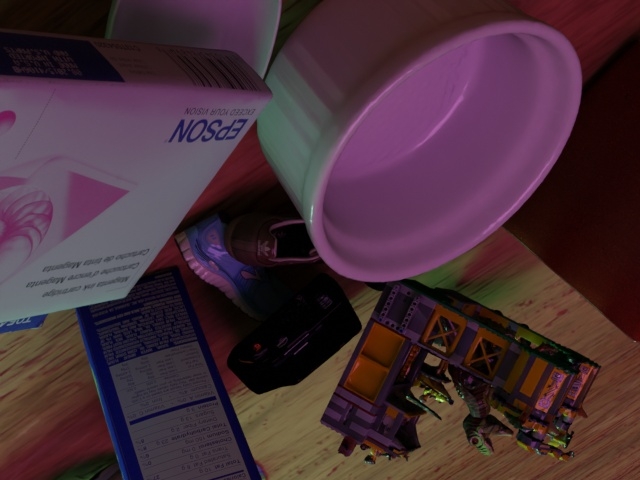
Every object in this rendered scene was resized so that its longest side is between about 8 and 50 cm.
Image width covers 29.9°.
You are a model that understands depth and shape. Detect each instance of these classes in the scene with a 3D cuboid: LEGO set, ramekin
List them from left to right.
[{"bbox_3d":[0.079,-0.109,1.050,0.277,0.135,0.277,-24,144,-19],"label":"ramekin"},{"bbox_3d":[0.147,0.171,1.253,0.192,0.254,0.331,-64,169,5],"label":"LEGO set"}]

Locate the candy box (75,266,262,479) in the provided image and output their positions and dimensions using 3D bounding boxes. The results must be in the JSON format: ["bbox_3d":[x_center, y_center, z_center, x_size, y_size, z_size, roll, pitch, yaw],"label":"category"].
[{"bbox_3d":[-0.130,0.232,1.178,0.122,0.317,0.268,-17,138,-11],"label":"candy box"}]

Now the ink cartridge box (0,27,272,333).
[{"bbox_3d":[-0.224,-0.007,0.894,0.330,0.071,0.324,-53,160,23],"label":"ink cartridge box"}]

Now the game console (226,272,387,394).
[{"bbox_3d":[0.061,0.031,1.234,0.361,0.044,0.213,-40,167,-3],"label":"game console"}]

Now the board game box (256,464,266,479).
[{"bbox_3d":[-0.142,0.336,1.490,0.168,0.033,0.133,-31,138,5],"label":"board game box"}]

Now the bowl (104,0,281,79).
[{"bbox_3d":[-0.111,-0.171,0.983,0.142,0.053,0.142,-1,132,-25],"label":"bowl"}]

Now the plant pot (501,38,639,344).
[{"bbox_3d":[0.385,-0.053,1.219,0.267,0.267,0.236,8,114,-32],"label":"plant pot"}]

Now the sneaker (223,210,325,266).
[{"bbox_3d":[0.000,0.000,1.166,0.188,0.071,0.066,-10,107,-36],"label":"sneaker"}]

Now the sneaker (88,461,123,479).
[{"bbox_3d":[-0.340,0.342,1.364,0.282,0.153,0.099,-49,140,-22],"label":"sneaker"}]

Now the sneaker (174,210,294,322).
[{"bbox_3d":[-0.070,0.025,1.194,0.073,0.063,0.162,-40,137,10],"label":"sneaker"}]
